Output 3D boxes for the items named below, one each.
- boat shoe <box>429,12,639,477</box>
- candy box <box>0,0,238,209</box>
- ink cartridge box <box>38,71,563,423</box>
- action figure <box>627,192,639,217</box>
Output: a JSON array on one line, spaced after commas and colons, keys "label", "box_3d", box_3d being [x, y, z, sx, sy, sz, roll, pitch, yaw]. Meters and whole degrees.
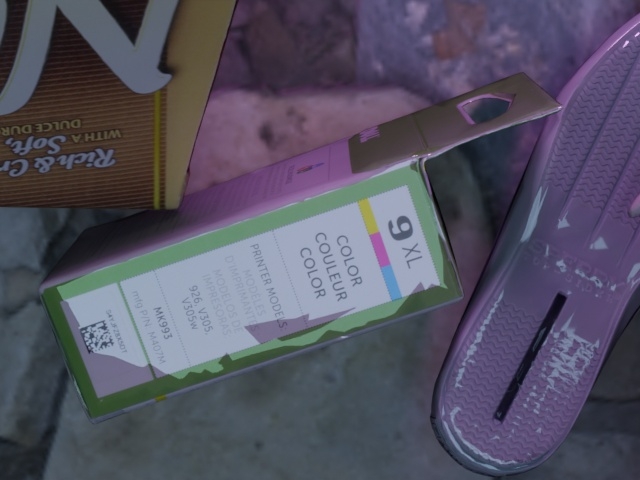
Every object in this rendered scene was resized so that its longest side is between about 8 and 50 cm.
[{"label": "boat shoe", "box_3d": [0.110, -0.008, 0.613, 0.083, 0.076, 0.226, 36, 84, -1]}, {"label": "candy box", "box_3d": [-0.188, -0.101, 0.500, 0.317, 0.087, 0.183, 0, 139, -20]}, {"label": "ink cartridge box", "box_3d": [0.000, 0.000, 0.597, 0.209, 0.109, 0.062, -20, 101, 5]}, {"label": "action figure", "box_3d": [0.204, 0.118, 0.484, 0.276, 0.370, 0.248, 18, 82, 22]}]
